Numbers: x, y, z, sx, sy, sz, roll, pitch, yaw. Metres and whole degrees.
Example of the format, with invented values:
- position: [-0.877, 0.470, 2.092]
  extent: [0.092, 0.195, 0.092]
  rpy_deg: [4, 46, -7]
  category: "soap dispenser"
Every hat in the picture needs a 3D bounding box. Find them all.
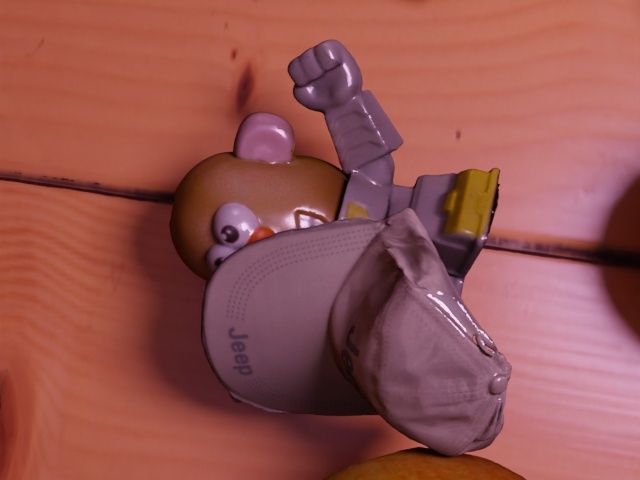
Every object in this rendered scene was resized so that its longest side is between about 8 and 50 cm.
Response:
- position: [0.024, 0.103, 0.819]
  extent: [0.245, 0.149, 0.214]
  rpy_deg: [-16, 116, 4]
  category: "hat"

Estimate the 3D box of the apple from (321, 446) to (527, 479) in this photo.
- position: [0.085, 0.339, 0.807]
  extent: [0.340, 0.339, 0.339]
  rpy_deg: [0, 81, 3]
  category: "apple"

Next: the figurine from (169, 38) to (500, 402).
- position: [0.000, 0.001, 0.932]
  extent: [0.285, 0.167, 0.342]
  rpy_deg: [17, 86, 3]
  category: "figurine"
